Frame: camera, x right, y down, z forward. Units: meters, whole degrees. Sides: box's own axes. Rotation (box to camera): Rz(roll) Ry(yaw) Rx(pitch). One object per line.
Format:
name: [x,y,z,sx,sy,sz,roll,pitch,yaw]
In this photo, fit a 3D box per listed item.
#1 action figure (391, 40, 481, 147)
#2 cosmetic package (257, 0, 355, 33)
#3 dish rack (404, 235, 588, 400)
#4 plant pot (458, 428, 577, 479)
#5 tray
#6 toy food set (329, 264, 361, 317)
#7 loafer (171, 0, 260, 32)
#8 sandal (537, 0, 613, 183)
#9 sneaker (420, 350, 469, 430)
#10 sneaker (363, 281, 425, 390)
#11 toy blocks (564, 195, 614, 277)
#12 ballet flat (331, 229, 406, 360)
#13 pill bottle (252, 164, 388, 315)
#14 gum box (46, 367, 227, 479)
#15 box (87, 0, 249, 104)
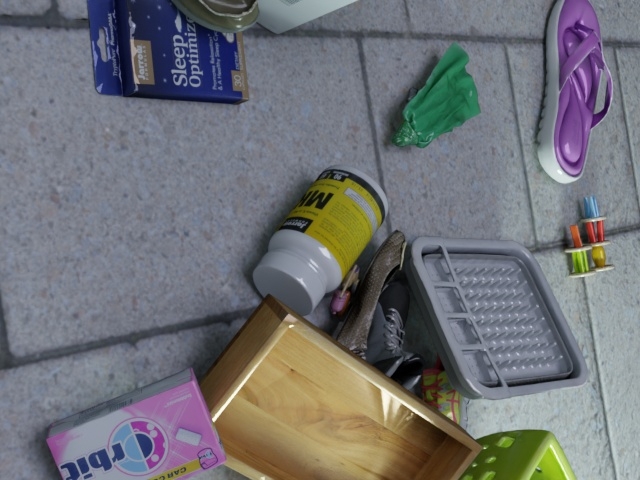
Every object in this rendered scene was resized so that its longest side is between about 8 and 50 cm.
action figure: [0.186,-0.220,1.602,0.232,0.063,0.137,-45,116,-41]
cosmetic package: [-0.018,-0.440,1.340,0.138,0.224,0.225,23,69,-37]
dish rack: [0.280,0.133,1.583,0.332,0.072,0.286,1,57,-42]
plant pot: [0.258,0.433,1.470,0.227,0.207,0.228,-47,120,-36]
tray: [0.021,0.260,1.301,0.411,0.076,0.203,37,91,-34]
toy food set: [0.036,0.079,1.418,0.122,0.019,0.078,81,34,-66]
loafer: [-0.174,-0.373,1.240,0.251,0.087,0.094,43,63,-8]
sandal: [0.522,-0.307,1.893,0.169,0.102,0.417,23,69,-38]
sneaker: [0.188,0.251,1.536,0.094,0.081,0.209,43,50,-22]
sneaker: [0.116,0.159,1.438,0.086,0.132,0.229,43,58,-30]
toy blocks: [0.520,-0.010,1.882,0.123,0.054,0.148,-10,91,-43]
ballet flat: [0.079,0.091,1.430,0.084,0.058,0.250,93,23,-58]
pill bottle: [0.000,0.000,1.365,0.119,0.119,0.208,53,53,-23]
gum box: [-0.217,0.237,1.118,0.188,0.062,0.107,-21,100,-7]
box: [-0.197,-0.256,1.280,0.225,0.036,0.137,-4,87,-41]
